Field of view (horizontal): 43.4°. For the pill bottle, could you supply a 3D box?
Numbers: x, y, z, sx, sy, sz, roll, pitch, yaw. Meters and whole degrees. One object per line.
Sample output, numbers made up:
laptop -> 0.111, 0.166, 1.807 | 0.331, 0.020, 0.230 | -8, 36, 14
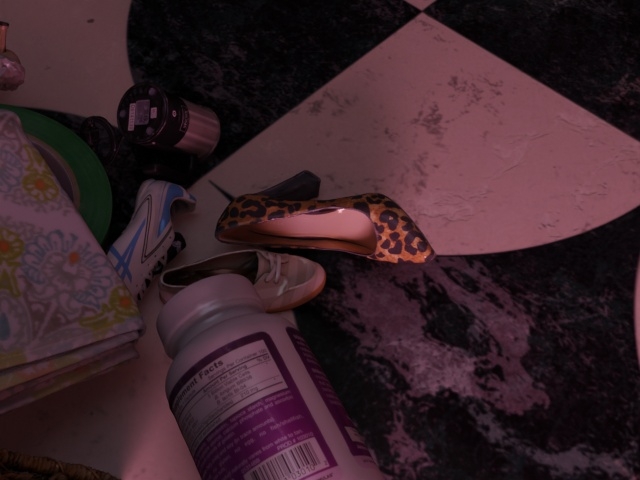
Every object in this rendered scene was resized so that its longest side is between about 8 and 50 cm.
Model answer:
pill bottle -> -0.068, 0.188, 0.878 | 0.169, 0.169, 0.301 | -23, 58, -15

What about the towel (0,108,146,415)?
towel -> -0.401, 0.022, 0.858 | 0.321, 0.090, 0.374 | -18, 67, -50

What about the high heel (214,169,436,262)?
high heel -> 0.000, 0.000, 1.030 | 0.261, 0.093, 0.186 | 28, 43, 34

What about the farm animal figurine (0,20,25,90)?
farm animal figurine -> -0.621, -0.237, 1.143 | 0.327, 0.172, 0.330 | 3, 6, -34

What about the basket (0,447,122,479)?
basket -> -0.267, 0.266, 0.726 | 0.223, 0.213, 0.299 | -42, 22, -24

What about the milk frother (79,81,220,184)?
milk frother -> -0.242, -0.152, 1.136 | 0.143, 0.135, 0.129 | 19, 92, 25

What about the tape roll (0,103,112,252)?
tape roll -> -0.435, -0.037, 1.035 | 0.321, 0.077, 0.321 | 9, 53, -12

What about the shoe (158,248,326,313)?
shoe -> -0.101, 0.052, 1.035 | 0.219, 0.058, 0.076 | -6, 56, -4

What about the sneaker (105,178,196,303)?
sneaker -> -0.228, 0.022, 1.044 | 0.086, 0.085, 0.237 | 16, 60, 2
